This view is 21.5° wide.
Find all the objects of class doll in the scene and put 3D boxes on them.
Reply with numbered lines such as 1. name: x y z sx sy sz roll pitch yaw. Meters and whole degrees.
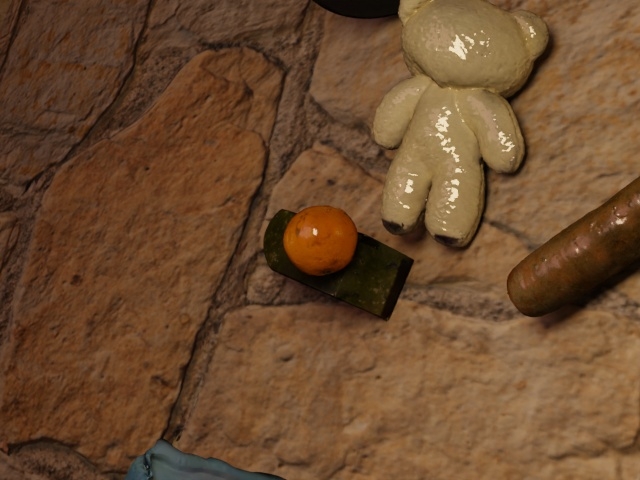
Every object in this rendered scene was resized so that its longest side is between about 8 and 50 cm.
1. doll: 0.146 -0.133 1.873 0.149 0.175 0.278 8 -82 -84

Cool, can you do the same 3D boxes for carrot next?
1. carrot: 0.314 -0.034 1.592 0.342 0.070 0.070 -40 40 27

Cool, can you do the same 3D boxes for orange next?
1. orange: 0.001 0.000 1.859 0.083 0.083 0.084 -34 43 40

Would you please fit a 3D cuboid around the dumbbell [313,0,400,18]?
1. dumbbell: 0.053 -0.453 2.123 0.204 0.203 0.322 -42 39 33

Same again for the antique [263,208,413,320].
1. antique: 0.009 0.024 1.985 0.221 0.081 0.080 18 83 59

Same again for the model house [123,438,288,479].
1. model house: -0.148 0.411 1.817 0.303 0.237 0.215 -57 31 17
